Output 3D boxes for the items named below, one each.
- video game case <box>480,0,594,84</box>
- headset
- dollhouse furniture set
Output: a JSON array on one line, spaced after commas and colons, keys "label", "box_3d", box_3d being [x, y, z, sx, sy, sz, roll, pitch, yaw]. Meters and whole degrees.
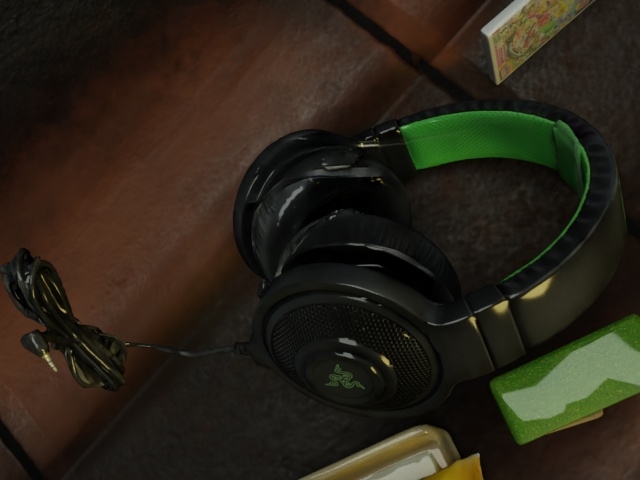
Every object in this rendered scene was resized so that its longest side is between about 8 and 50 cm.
[{"label": "video game case", "box_3d": [0.179, -0.183, 0.602, 0.122, 0.087, 0.011, -41, 68, 4]}, {"label": "headset", "box_3d": [0.000, 0.000, 0.520, 0.394, 0.185, 0.243, -25, 34, 4]}, {"label": "dollhouse furniture set", "box_3d": [0.111, 0.209, 0.502, 0.301, 0.151, 0.197, -28, 72, 9]}]
